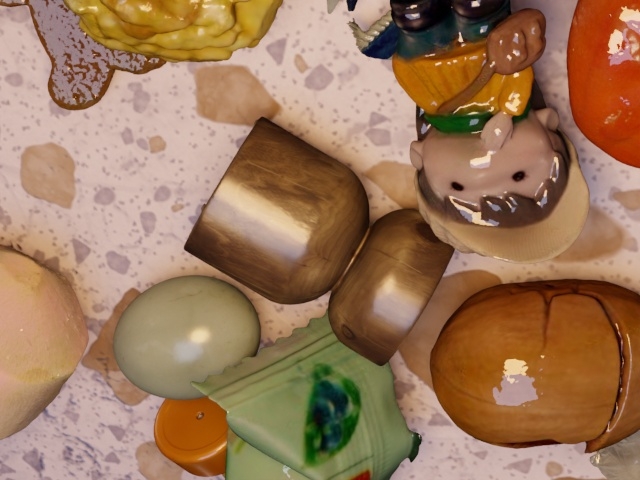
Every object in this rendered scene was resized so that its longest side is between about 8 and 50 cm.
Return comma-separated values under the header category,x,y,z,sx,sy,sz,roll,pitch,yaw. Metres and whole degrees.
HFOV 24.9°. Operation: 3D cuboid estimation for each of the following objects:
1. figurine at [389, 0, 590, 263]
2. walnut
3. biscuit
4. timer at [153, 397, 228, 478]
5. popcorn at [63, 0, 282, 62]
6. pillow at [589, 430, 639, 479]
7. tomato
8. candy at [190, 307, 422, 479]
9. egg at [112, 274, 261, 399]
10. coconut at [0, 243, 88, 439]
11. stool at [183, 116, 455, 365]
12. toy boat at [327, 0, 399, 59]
category,x,y,z,sx,sy,sz,roll,pitch,yaw
figurine,0.170,-0.137,1.517,0.185,0.204,0.332,-10,110,13
walnut,0.272,0.133,1.636,0.298,0.203,0.203,-8,115,-2
biscuit,-0.285,-0.306,1.633,0.197,0.049,0.301,-24,110,14
timer,-0.123,0.263,1.858,0.132,0.132,0.152,-11,138,19
popcorn,-0.151,-0.295,1.496,0.249,0.249,0.225,15,89,7
pillow,0.436,0.228,1.719,0.128,0.051,0.229,36,118,-5
tomato,0.367,-0.190,1.450,0.260,0.180,0.260,6,120,10
candy,-0.025,0.295,1.767,0.172,0.263,0.398,40,136,41
egg,-0.163,0.118,1.759,0.192,0.149,0.149,-13,113,30
coconut,-0.411,0.117,1.790,0.233,0.233,0.245,38,119,-6
stool,0.000,0.000,1.641,0.264,0.179,0.179,31,120,-3
toy boat,0.048,-0.300,1.545,0.292,0.070,0.210,15,114,11
